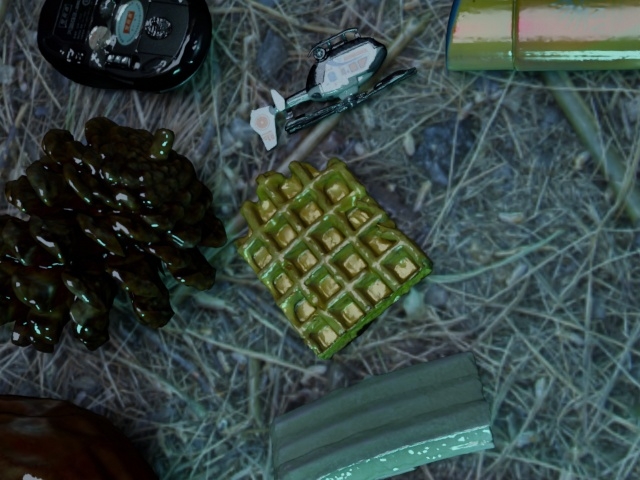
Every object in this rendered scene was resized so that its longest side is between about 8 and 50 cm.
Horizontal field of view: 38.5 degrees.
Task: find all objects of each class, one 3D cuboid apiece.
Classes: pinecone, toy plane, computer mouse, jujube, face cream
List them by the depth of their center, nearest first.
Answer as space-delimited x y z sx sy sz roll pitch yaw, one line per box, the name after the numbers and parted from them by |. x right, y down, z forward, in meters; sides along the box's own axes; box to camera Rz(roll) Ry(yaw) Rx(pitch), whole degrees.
-0.326 0.298 0.943 0.376 0.276 0.277 2 81 20 | jujube
0.277 -0.246 0.964 0.285 0.067 0.139 2 78 17 | face cream
-0.242 0.003 0.998 0.309 0.244 0.244 -39 72 23 | pinecone
0.006 -0.178 1.040 0.197 0.053 0.078 -27 83 6 | toy plane
-0.226 -0.244 1.095 0.233 0.096 0.137 15 80 22 | computer mouse

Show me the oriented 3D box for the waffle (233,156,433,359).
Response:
0.000 0.000 1.007 0.160 0.055 0.211 -40 71 7 | waffle

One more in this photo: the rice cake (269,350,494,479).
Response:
0.057 0.191 0.934 0.237 0.127 0.043 -21 120 9 | rice cake

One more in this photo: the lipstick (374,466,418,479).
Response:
0.030 0.241 0.963 0.141 0.040 0.040 -20 75 12 | lipstick
